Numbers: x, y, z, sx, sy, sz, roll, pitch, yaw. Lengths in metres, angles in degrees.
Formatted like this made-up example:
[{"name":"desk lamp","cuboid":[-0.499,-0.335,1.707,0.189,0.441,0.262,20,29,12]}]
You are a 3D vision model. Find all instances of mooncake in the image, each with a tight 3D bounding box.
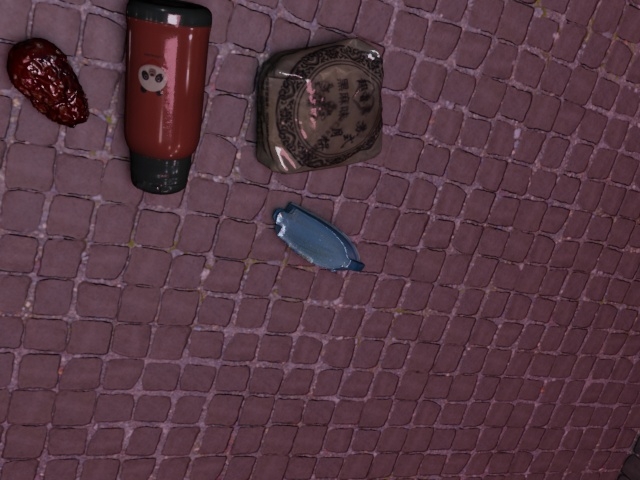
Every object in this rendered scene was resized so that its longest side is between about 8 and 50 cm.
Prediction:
[{"name":"mooncake","cuboid":[0.002,-0.254,1.415,0.250,0.136,0.254,-15,119,-23]}]

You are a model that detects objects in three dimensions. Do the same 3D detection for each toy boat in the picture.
[{"name":"toy boat","cuboid":[0.000,0.000,1.541,0.215,0.102,0.088,33,98,7]}]

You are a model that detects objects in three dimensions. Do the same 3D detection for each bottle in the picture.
[{"name":"bottle","cuboid":[-0.278,-0.245,1.284,0.144,0.144,0.336,-1,114,-25]}]

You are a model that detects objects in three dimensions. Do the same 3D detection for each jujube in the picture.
[{"name":"jujube","cuboid":[-0.456,-0.261,1.222,0.104,0.104,0.166,-28,135,-12]}]
